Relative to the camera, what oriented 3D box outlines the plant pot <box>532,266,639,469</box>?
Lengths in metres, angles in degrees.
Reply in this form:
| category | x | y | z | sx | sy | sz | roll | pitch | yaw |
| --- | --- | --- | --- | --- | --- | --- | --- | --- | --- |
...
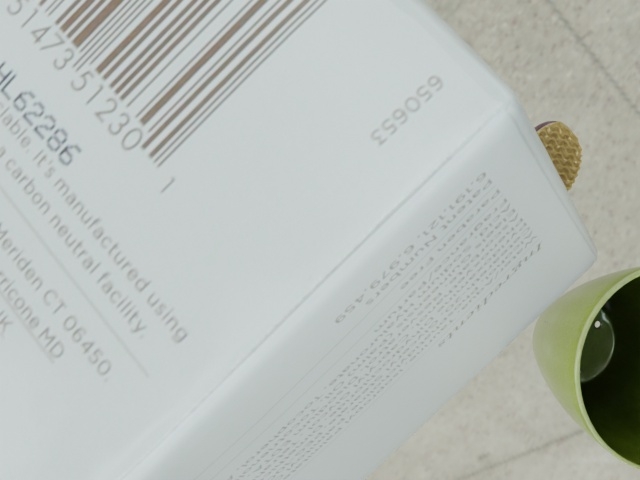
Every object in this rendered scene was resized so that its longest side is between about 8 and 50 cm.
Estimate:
| category | x | y | z | sx | sy | sz | roll | pitch | yaw |
| --- | --- | --- | --- | --- | --- | --- | --- | --- | --- |
| plant pot | 0.422 | 0.158 | 1.603 | 0.275 | 0.275 | 0.293 | 50 | 172 | -11 |

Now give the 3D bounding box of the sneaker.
| category | x | y | z | sx | sy | sz | roll | pitch | yaw |
| --- | --- | --- | --- | --- | --- | --- | --- | --- | --- |
| sneaker | 0.180 | -0.034 | 1.084 | 0.069 | 0.185 | 0.084 | 36 | 164 | -17 |

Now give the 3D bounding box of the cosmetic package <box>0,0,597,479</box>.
| category | x | y | z | sx | sy | sz | roll | pitch | yaw |
| --- | --- | --- | --- | --- | --- | --- | --- | --- | --- |
| cosmetic package | -0.069 | -0.023 | 0.706 | 0.327 | 0.394 | 0.329 | -45 | 69 | 6 |
